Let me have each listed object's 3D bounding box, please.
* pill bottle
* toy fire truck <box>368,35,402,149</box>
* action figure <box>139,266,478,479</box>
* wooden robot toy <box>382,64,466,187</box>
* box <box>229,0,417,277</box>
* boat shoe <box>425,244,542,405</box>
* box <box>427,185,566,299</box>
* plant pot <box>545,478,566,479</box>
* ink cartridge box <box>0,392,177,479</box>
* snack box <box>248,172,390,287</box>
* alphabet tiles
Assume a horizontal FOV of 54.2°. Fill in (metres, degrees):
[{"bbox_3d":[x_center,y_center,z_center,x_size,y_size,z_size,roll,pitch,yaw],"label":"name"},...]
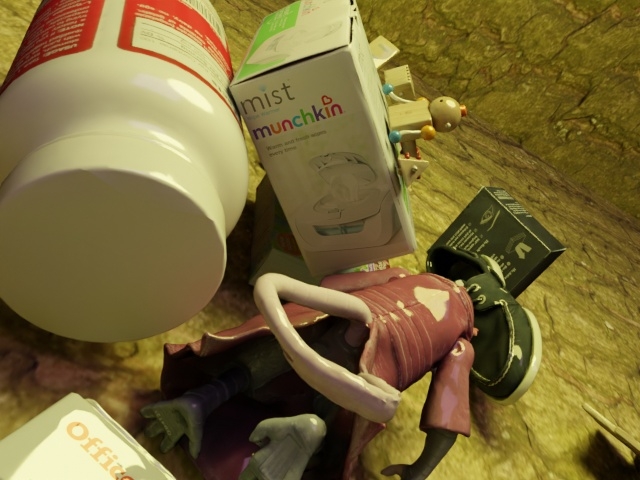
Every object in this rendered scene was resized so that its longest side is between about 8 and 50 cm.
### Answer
[{"bbox_3d":[-0.191,-0.108,0.616,0.229,0.229,0.408,21,31,-27],"label":"pill bottle"},{"bbox_3d":[0.060,-0.183,1.004,0.217,0.246,0.158,35,28,-3],"label":"toy fire truck"},{"bbox_3d":[0.035,0.083,0.567,0.370,0.276,0.248,-18,52,-42],"label":"action figure"},{"bbox_3d":[0.113,-0.122,0.651,0.173,0.079,0.076,-89,160,-47],"label":"wooden robot toy"},{"bbox_3d":[0.016,-0.133,0.709,0.262,0.126,0.231,-86,156,-56],"label":"box"},{"bbox_3d":[0.209,0.094,0.883,0.113,0.127,0.340,30,26,-10],"label":"boat shoe"},{"bbox_3d":[0.299,0.016,1.074,0.093,0.156,0.158,-4,48,-53],"label":"box"},{"bbox_3d":[0.166,0.299,0.470,0.167,0.165,0.167,29,29,-17],"label":"plant pot"},{"bbox_3d":[-0.163,0.200,0.325,0.153,0.087,0.208,41,28,8],"label":"ink cartridge box"},{"bbox_3d":[0.000,0.000,0.819,0.174,0.070,0.207,25,32,-19],"label":"snack box"},{"bbox_3d":[0.491,0.337,0.794,0.342,0.011,0.285,41,3,37],"label":"alphabet tiles"}]
